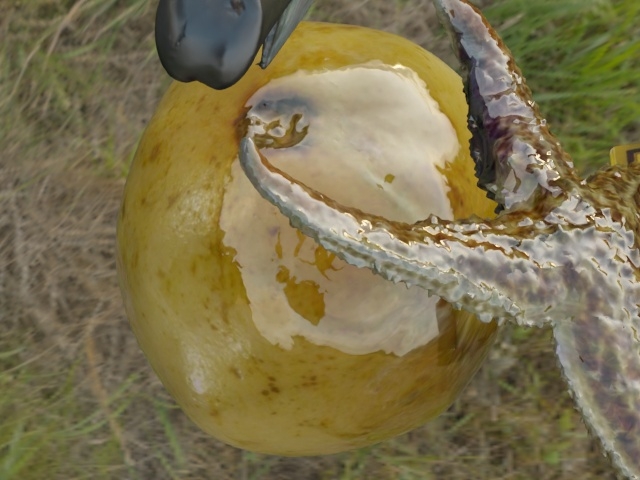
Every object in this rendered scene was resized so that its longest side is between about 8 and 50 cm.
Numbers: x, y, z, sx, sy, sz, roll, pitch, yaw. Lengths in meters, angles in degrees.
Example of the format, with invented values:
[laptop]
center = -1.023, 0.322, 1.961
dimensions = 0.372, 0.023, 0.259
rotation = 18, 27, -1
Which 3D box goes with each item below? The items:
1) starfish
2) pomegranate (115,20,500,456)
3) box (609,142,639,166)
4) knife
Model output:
[starfish]
center = 0.079, 0.011, 0.454
dimensions = 0.238, 0.057, 0.213
rotation = 14, 54, -42
[pomegranate]
center = -0.006, -0.002, 0.945
dimensions = 0.307, 0.307, 0.307
rotation = 3, 81, -21
[box]
center = 0.266, 0.091, 1.014
dimensions = 0.084, 0.301, 0.192
rotation = -10, 128, 13
[knife]
center = -0.006, -0.092, 0.476
dimensions = 0.028, 0.060, 0.230
rotation = 18, 30, 6
